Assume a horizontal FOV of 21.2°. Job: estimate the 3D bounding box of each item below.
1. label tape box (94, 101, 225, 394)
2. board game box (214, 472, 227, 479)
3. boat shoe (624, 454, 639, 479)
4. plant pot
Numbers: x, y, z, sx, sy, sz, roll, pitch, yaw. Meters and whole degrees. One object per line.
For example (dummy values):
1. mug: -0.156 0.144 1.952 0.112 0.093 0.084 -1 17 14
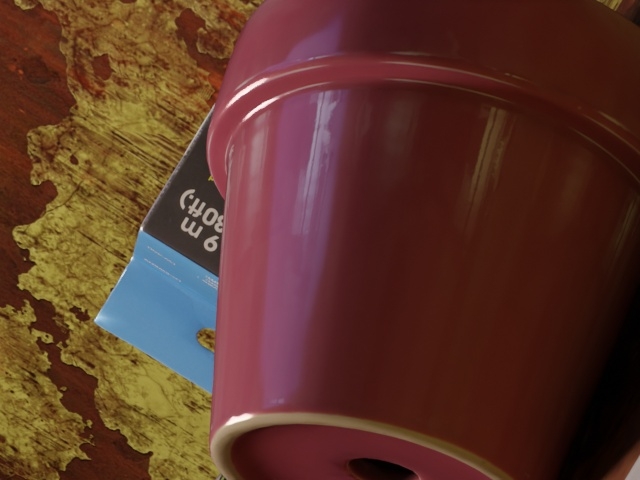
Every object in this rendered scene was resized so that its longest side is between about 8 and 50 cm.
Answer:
1. label tape box: 0.000 0.000 1.296 0.333 0.241 0.106 -58 3 12
2. board game box: -0.087 0.273 1.080 0.303 0.098 0.224 -58 0 17
3. boat shoe: 0.075 0.076 0.347 0.063 0.066 0.184 99 -162 -56
4. plant pot: 0.039 0.017 0.681 0.201 0.201 0.180 125 163 -61
